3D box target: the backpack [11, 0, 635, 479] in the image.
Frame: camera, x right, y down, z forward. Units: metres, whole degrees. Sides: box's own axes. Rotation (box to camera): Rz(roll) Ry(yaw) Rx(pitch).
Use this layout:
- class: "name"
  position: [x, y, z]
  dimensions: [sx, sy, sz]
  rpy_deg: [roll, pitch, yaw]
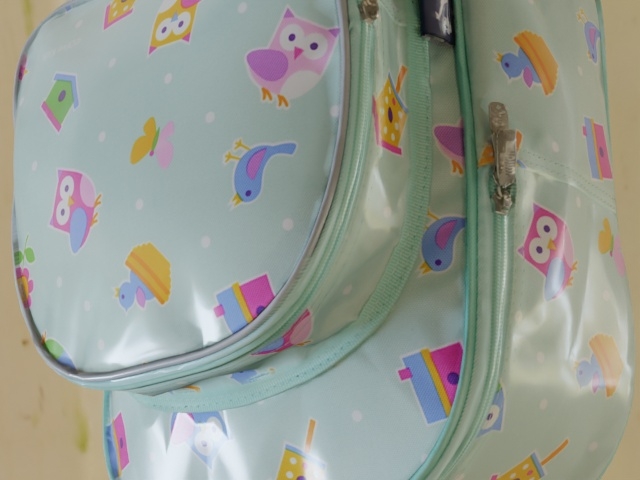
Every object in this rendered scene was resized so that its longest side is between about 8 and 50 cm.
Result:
- class: "backpack"
  position: [0.000, 0.000, 0.453]
  dimensions: [0.166, 0.188, 0.144]
  rpy_deg: [-19, 165, 37]
